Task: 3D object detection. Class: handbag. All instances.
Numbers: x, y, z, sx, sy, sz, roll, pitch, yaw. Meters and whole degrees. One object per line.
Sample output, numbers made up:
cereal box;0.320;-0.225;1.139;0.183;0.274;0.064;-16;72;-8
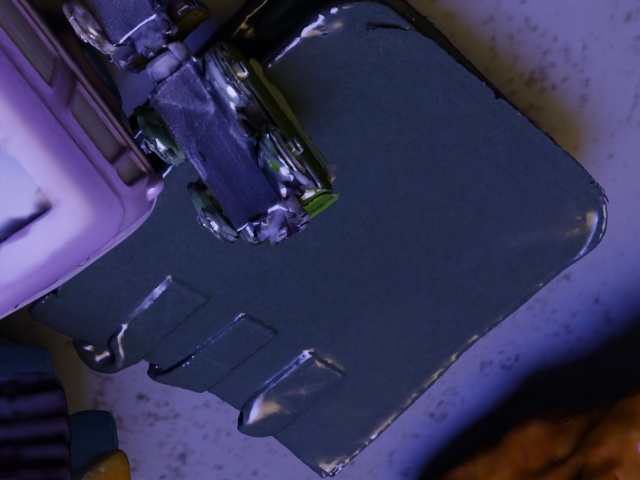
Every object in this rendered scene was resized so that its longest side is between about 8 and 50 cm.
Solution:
handbag;0.000;-0.002;0.827;0.260;0.079;0.247;-44;128;13

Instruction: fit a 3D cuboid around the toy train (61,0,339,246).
toy train;-0.067;-0.085;0.682;0.060;0.202;0.081;-35;175;10

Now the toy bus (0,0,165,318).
toy bus;-0.174;-0.055;0.665;0.142;0.142;0.202;-33;123;3

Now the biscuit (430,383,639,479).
biscuit;0.252;0.193;0.989;0.318;0.110;0.312;-27;136;33

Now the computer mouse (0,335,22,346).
computer mouse;-0.246;0.178;0.847;0.160;0.097;0.288;7;122;-24

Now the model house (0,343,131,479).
model house;-0.215;0.188;0.673;0.281;0.249;0.229;-7;104;-8
